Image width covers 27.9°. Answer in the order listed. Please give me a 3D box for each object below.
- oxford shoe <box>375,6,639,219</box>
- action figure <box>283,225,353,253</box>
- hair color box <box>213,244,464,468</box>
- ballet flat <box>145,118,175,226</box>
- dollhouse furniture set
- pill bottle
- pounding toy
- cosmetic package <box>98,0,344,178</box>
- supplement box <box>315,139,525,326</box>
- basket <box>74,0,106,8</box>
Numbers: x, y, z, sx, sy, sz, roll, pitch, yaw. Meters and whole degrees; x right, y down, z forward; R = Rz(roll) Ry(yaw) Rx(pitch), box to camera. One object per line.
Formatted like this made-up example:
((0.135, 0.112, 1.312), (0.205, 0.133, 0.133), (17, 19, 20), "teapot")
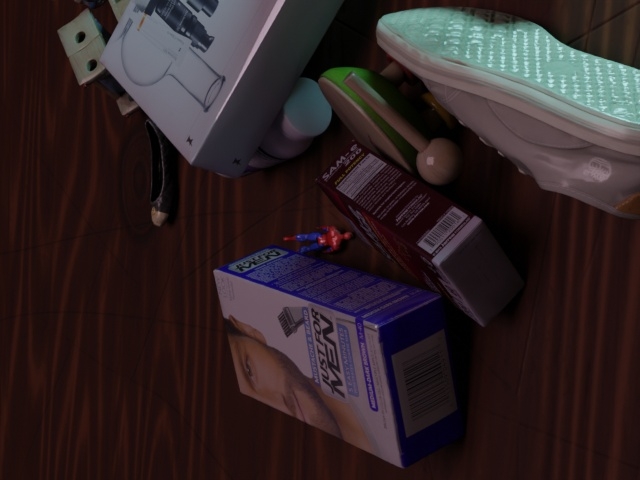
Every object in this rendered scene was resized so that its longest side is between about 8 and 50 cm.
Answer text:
((0.206, -0.144, 1.345), (0.449, 0.169, 0.130), (37, 138, 46), "oxford shoe")
((0.000, 0.000, 1.704), (0.115, 0.030, 0.038), (-9, 88, 47), "action figure")
((0.015, 0.132, 1.578), (0.339, 0.110, 0.185), (16, 123, 53), "hair color box")
((-0.257, -0.108, 2.024), (0.057, 0.049, 0.173), (1, 90, 54), "ballet flat")
((-0.292, -0.313, 2.045), (0.184, 0.129, 0.129), (-34, 59, 13), "dollhouse furniture set")
((-0.074, -0.155, 1.737), (0.193, 0.108, 0.108), (-17, 76, 51), "pill bottle")
((0.100, -0.155, 1.494), (0.110, 0.183, 0.237), (-43, 10, -3), "pounding toy")
((-0.112, -0.314, 1.666), (0.284, 0.097, 0.377), (45, 112, 38), "cosmetic package")
((0.110, -0.011, 1.467), (0.073, 0.130, 0.239), (-46, 42, -6), "supplement box")
((-0.433, -0.504, 2.024), (0.201, 0.289, 0.255), (-59, 11, -13), "basket")
